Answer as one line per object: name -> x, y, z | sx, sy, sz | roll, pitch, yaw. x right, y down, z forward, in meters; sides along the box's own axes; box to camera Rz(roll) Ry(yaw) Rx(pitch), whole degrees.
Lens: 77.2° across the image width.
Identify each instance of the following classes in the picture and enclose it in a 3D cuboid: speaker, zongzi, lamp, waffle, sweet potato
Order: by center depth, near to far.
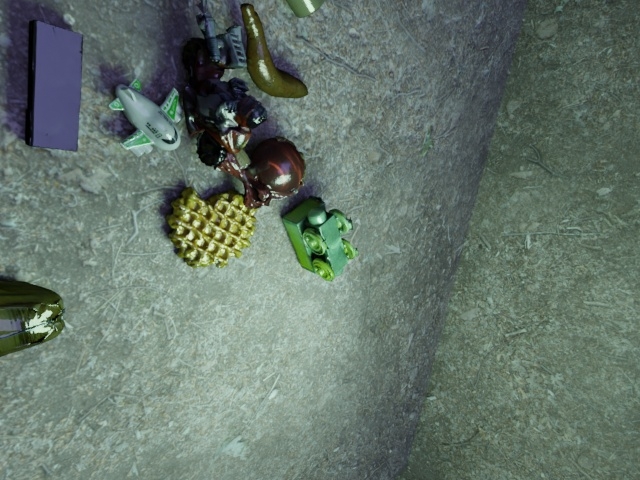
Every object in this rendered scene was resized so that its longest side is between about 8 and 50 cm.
zongzi -> -0.620, 0.089, 0.725 | 0.251, 0.125, 0.274 | -17, 112, -40
speaker -> -0.501, -0.283, 0.752 | 0.082, 0.044, 0.218 | -3, 107, -45
sweet potato -> -0.132, -0.439, 1.022 | 0.108, 0.079, 0.346 | -61, 156, -3
lamp -> -0.138, -0.201, 1.069 | 0.215, 0.151, 0.223 | 53, 44, -12
waffle -> -0.278, -0.044, 1.073 | 0.253, 0.056, 0.249 | -36, 129, -29

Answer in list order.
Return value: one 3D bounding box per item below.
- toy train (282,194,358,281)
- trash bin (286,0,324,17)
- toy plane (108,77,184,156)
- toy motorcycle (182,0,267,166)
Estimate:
toy train -> 0.000, 0.000, 1.284 | 0.159, 0.188, 0.271 | -42, 134, -27
trash bin -> -0.052, -0.736, 0.987 | 0.243, 0.121, 0.247 | -60, 141, -9
toy plane -> -0.371, -0.264, 0.870 | 0.174, 0.080, 0.174 | -23, 123, -41
toy motorcycle -> -0.222, -0.367, 0.885 | 0.134, 0.207, 0.401 | -27, 117, -56
